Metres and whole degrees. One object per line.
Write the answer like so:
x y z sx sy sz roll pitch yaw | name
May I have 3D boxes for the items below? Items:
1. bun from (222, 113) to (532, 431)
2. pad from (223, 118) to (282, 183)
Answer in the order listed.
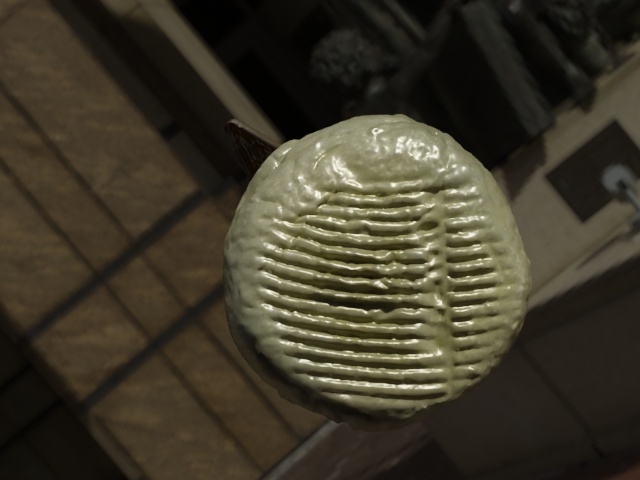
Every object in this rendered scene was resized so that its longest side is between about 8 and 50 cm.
0.034 0.022 0.944 0.220 0.220 0.134 -40 -3 0 | bun
0.000 0.000 1.576 0.018 0.284 0.286 -35 35 -17 | pad
